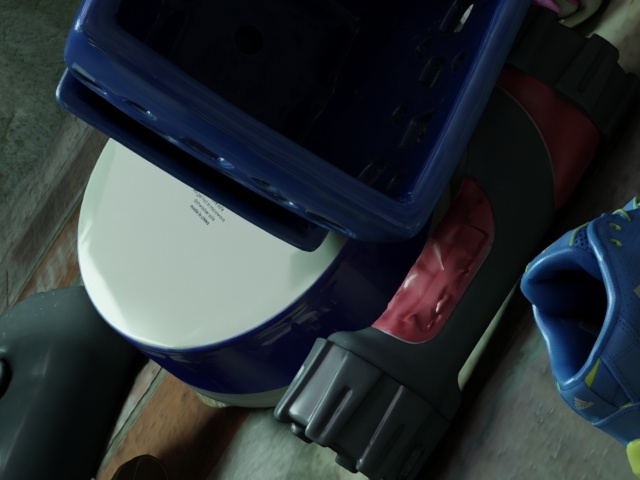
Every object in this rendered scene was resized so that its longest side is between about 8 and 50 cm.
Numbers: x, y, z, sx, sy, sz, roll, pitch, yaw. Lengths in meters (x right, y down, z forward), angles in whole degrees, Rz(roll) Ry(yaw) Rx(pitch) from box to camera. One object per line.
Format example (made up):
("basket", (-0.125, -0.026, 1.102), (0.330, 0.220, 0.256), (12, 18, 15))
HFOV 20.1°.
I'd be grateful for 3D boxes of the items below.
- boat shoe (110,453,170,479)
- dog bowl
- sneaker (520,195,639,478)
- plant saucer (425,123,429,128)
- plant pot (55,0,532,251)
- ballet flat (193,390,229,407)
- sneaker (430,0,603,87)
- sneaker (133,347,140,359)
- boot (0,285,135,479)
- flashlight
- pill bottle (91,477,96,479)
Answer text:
("boat shoe", (-0.133, 0.234, 1.420), (0.060, 0.064, 0.178), (-43, 28, 28))
("dog bowl", (-0.044, -0.018, 1.317), (0.265, 0.104, 0.265), (-16, 56, 25))
("sneaker", (0.167, 0.003, 0.841), (0.091, 0.126, 0.240), (-41, 24, 45))
("plant saucer", (0.000, 0.000, 1.486), (0.317, 0.043, 0.317), (-50, 18, 23))
("plant pot", (-0.023, -0.138, 1.128), (0.236, 0.236, 0.212), (-63, 11, -16))
("ballet flat", (-0.096, 0.082, 1.422), (0.073, 0.067, 0.206), (-58, 17, -4))
("sneaker", (0.143, -0.188, 1.306), (0.252, 0.103, 0.111), (-48, 17, 32))
("sneaker", (-0.246, 0.138, 1.832), (0.147, 0.104, 0.296), (-56, 11, 26))
("boot", (-0.212, 0.224, 1.367), (0.367, 0.146, 0.445), (-21, 34, 37))
("flashlight", (0.081, 0.001, 1.123), (0.103, 0.103, 0.304), (27, 79, 40))
("pill bottle", (-0.252, 0.270, 1.684), (0.116, 0.065, 0.065), (-57, 16, 0))
